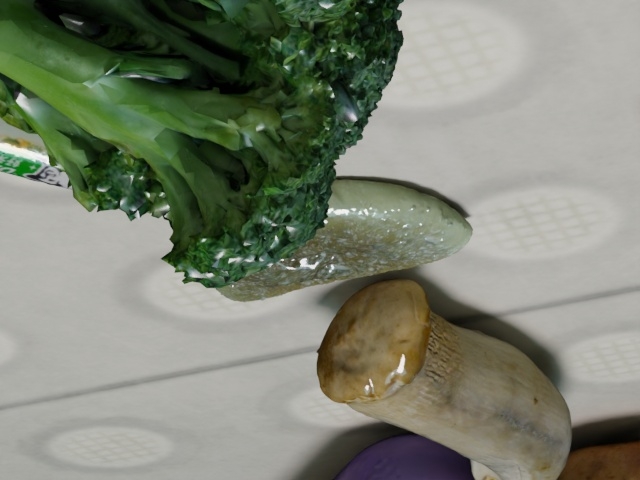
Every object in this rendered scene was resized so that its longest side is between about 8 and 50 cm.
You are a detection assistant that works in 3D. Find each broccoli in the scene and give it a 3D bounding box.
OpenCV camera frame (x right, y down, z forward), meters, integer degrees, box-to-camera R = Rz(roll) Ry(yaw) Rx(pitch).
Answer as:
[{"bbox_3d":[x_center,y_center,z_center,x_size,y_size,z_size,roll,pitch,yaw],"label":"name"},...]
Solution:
[{"bbox_3d":[-0.088,-0.123,0.644,0.269,0.269,0.254,16,-176,-33],"label":"broccoli"}]

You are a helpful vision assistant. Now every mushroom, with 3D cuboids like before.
[{"bbox_3d":[0.114,0.127,1.334,0.122,0.095,0.351,-31,143,14],"label":"mushroom"}]

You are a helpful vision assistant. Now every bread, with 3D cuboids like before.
[{"bbox_3d":[-0.005,-0.001,1.131,0.193,0.036,0.112,-13,151,20],"label":"bread"}]

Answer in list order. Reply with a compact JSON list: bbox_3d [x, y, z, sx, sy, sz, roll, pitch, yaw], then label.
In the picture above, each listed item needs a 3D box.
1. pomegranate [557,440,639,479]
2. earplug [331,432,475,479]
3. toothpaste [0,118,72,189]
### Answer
[{"bbox_3d":[0.294,0.313,1.558,0.281,0.281,0.281,-2,154,-1],"label":"pomegranate"},{"bbox_3d":[0.051,0.331,1.641,0.215,0.215,0.456,5,150,-14],"label":"earplug"},{"bbox_3d":[-0.230,-0.078,0.941,0.314,0.056,0.058,13,110,-22],"label":"toothpaste"}]
